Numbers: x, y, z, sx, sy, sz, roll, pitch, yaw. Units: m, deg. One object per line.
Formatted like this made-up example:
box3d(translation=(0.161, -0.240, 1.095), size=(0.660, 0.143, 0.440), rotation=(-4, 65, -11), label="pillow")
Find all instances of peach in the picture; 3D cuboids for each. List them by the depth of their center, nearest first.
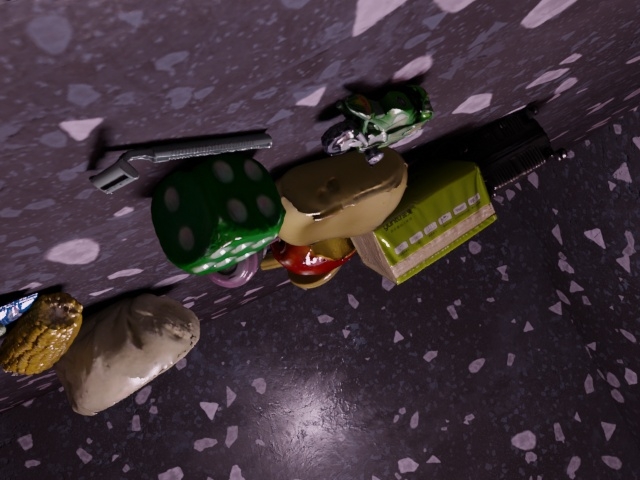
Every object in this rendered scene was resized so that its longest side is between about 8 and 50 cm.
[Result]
box3d(translation=(-0.006, 0.002, 1.217), size=(0.153, 0.159, 0.267), rotation=(-23, 177, 41), label="peach")

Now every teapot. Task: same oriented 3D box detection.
box3d(translation=(-0.158, 0.011, 0.994), size=(0.148, 0.116, 0.146), rotation=(-56, 176, 18), label="teapot")

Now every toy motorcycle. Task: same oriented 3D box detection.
box3d(translation=(0.089, -0.163, 0.667), size=(0.190, 0.074, 0.106), rotation=(-18, 161, -35), label="toy motorcycle")

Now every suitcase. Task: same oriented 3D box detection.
box3d(translation=(0.417, -0.174, 1.254), size=(0.229, 0.152, 0.335), rotation=(-27, 173, -7), label="suitcase")

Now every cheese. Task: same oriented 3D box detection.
box3d(translation=(0.024, -0.069, 0.920), size=(0.259, 0.128, 0.316), rotation=(-14, 167, -7), label="cheese")

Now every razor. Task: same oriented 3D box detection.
box3d(translation=(-0.139, -0.098, 0.544), size=(0.211, 0.036, 0.084), rotation=(-26, -167, -41), label="razor")

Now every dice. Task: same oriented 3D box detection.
box3d(translation=(-0.133, -0.034, 0.644), size=(0.130, 0.120, 0.128), rotation=(-32, 169, 36), label="dice")

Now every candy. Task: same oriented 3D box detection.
box3d(translation=(-0.525, 0.123, 0.805), size=(0.136, 0.038, 0.088), rotation=(-28, -176, 42), label="candy")

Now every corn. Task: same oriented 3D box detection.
box3d(translation=(-0.529, 0.182, 0.932), size=(0.115, 0.115, 0.317), rotation=(-16, 168, -47), label="corn")

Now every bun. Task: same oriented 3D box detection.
box3d(translation=(-0.481, 0.253, 1.210), size=(0.359, 0.211, 0.360), rotation=(-31, -178, 1), label="bun")

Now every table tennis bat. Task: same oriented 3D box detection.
box3d(translation=(-0.055, 0.044, 1.382), size=(0.320, 0.199, 0.050), rotation=(-10, 145, 39), label="table tennis bat")

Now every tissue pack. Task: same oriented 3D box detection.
box3d(translation=(0.216, -0.055, 1.114), size=(0.274, 0.167, 0.200), rotation=(-33, -158, -9), label="tissue pack")

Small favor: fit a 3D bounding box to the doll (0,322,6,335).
box3d(translation=(-0.524, 0.143, 0.709), size=(0.114, 0.078, 0.150), rotation=(4, 156, -16), label="doll")
